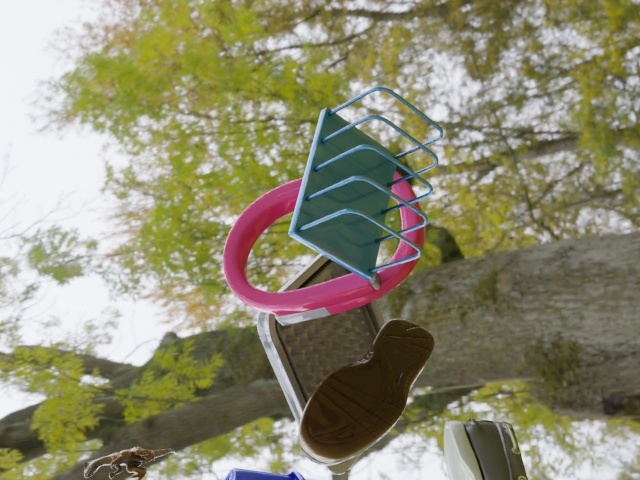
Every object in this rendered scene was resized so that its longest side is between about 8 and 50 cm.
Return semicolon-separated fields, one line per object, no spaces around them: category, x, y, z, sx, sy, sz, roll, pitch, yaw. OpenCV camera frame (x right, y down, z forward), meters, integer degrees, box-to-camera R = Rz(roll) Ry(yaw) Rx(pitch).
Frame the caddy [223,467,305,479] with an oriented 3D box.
caddy;-0.122;0.618;1.570;0.179;0.241;0.341;19;-89;-18

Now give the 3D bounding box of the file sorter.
file sorter;0.059;-0.065;0.883;0.118;0.104;0.170;31;-122;-30

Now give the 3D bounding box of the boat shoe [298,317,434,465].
boat shoe;0.069;0.250;1.232;0.123;0.123;0.342;29;-145;14

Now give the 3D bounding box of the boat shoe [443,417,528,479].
boat shoe;0.223;0.334;0.932;0.305;0.091;0.109;-103;9;-51

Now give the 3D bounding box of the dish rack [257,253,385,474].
dish rack;0.015;0.194;1.369;0.285;0.072;0.332;-41;-63;-47

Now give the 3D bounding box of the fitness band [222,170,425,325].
fitness band;0.000;0.000;1.098;0.054;0.291;0.209;49;-150;-53

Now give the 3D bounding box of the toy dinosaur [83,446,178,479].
toy dinosaur;-0.357;0.426;1.572;0.211;0.112;0.064;0;-86;-33
